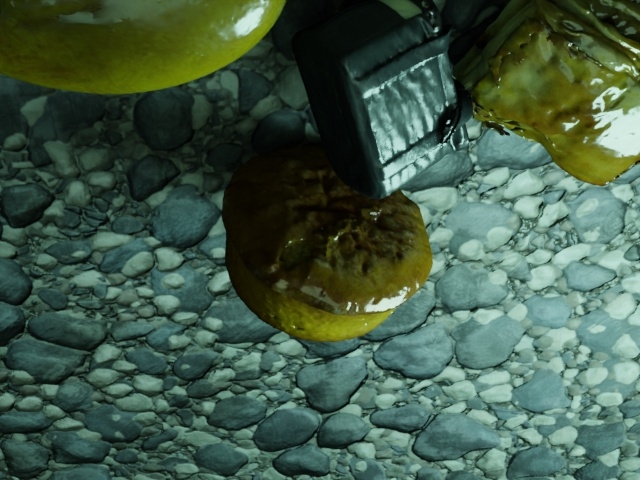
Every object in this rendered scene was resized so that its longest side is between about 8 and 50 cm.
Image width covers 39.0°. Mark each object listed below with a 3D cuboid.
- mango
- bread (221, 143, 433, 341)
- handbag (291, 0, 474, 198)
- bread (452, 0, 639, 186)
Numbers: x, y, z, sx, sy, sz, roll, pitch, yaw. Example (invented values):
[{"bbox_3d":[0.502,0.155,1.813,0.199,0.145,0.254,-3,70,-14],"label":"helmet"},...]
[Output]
[{"bbox_3d":[-0.256,-0.324,1.079,0.445,0.220,0.301,0,119,-4],"label":"mango"},{"bbox_3d":[0.001,0.004,1.294,0.312,0.312,0.172,11,136,-12],"label":"bread"},{"bbox_3d":[0.085,-0.201,1.207,0.181,0.181,0.254,-31,123,-18],"label":"handbag"},{"bbox_3d":[0.368,-0.204,1.201,0.325,0.167,0.277,18,146,-17],"label":"bread"}]
